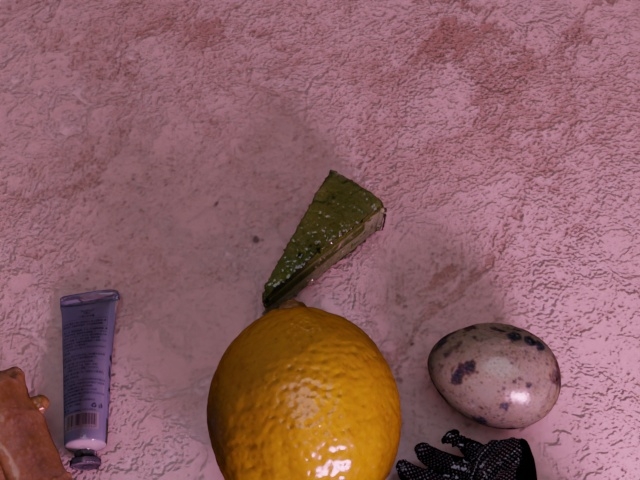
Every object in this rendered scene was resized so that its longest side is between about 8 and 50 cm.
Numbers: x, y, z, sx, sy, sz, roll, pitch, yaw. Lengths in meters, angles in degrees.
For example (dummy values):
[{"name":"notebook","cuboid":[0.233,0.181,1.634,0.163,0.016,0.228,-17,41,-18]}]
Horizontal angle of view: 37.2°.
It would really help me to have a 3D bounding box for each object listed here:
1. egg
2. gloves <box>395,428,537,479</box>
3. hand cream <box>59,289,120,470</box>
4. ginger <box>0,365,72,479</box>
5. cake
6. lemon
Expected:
[{"name":"egg","cuboid":[0.233,0.180,1.284,0.182,0.141,0.141,13,64,0]},{"name":"gloves","cuboid":[0.186,0.322,1.252,0.181,0.106,0.129,-12,58,24]},{"name":"hand cream","cuboid":[-0.319,0.185,1.307,0.088,0.055,0.255,-9,62,4]},{"name":"ginger","cuboid":[-0.380,0.317,1.199,0.190,0.126,0.354,-37,71,-14]},{"name":"cake","cuboid":[-0.021,0.003,1.382,0.235,0.100,0.099,-39,70,-19]},{"name":"lemon","cuboid":[-0.020,0.219,1.202,0.268,0.267,0.267,1,64,-2]}]
